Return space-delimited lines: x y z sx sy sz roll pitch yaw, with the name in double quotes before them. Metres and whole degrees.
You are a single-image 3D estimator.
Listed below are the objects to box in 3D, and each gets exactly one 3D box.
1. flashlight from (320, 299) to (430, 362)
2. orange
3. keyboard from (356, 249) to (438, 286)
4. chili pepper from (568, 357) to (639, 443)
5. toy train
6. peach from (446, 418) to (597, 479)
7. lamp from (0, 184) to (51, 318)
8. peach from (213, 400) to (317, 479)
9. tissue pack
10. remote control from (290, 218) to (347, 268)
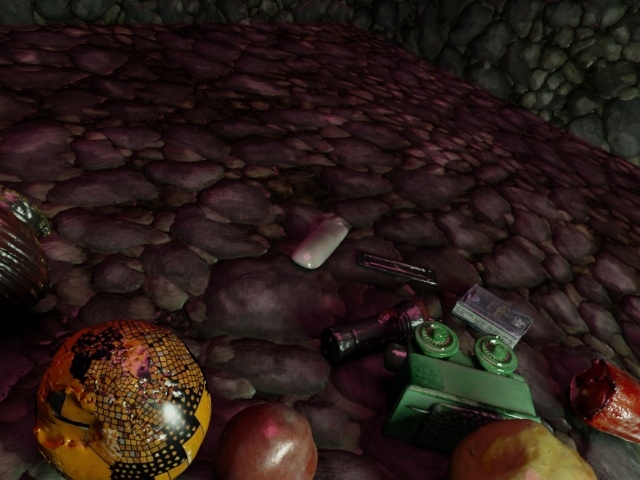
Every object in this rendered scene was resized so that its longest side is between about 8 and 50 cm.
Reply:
"flashlight" 0.109 0.176 1.110 0.231 0.093 0.093 -8 41 -33
"orange" -0.257 0.218 0.745 0.234 0.235 0.182 24 15 10
"keyboard" 0.186 0.067 1.369 0.204 0.013 0.061 15 33 -4
"chili pepper" 0.626 0.342 1.113 0.252 0.136 0.144 28 -12 -4
"toy train" 0.241 0.259 0.999 0.265 0.145 0.202 15 36 -3
"peach" 0.272 0.379 0.809 0.235 0.214 0.214 -33 57 -29
"lamp" -0.545 0.025 0.890 0.246 0.247 0.247 12 34 -8
"peach" -0.087 0.303 0.794 0.151 0.152 0.152 12 34 -8
"tissue pack" 0.391 0.172 1.278 0.156 0.051 0.112 34 35 24
"remote control" 0.000 0.000 1.350 0.073 0.044 0.229 24 34 14
